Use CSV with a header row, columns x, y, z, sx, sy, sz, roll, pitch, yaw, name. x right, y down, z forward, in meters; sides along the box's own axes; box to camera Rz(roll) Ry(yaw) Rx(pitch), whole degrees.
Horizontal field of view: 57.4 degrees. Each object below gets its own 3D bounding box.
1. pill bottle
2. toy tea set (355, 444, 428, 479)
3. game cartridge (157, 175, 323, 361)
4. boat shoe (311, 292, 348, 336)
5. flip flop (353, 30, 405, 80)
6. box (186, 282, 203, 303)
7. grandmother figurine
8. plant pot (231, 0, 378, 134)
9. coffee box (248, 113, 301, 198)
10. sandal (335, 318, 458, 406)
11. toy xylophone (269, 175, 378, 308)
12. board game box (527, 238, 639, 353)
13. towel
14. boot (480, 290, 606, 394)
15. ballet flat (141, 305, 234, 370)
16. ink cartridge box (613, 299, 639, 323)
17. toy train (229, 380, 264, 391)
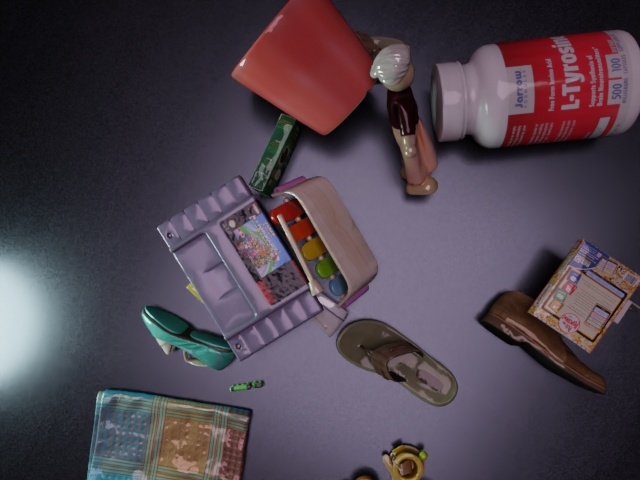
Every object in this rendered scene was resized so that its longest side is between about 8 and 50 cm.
x,y,z,sx,sy,sz,roll,pitch,yaw,name
0.460,-0.325,1.291,0.408,0.229,0.228,-6,86,3,pill bottle
0.125,0.615,1.295,0.336,0.124,0.200,-31,85,1,toy tea set
-0.174,0.059,1.297,0.230,0.068,0.355,-33,88,9,game cartridge
-0.061,0.129,1.356,0.258,0.095,0.084,33,84,6,boat shoe
0.068,-0.458,1.397,0.277,0.080,0.112,14,87,4,flip flop
-0.206,0.045,1.375,0.058,0.087,0.232,45,88,4,box
0.184,-0.266,1.258,0.104,0.342,0.207,-22,45,1,grandmother figurine
-0.019,-0.382,1.286,0.243,0.275,0.275,41,89,-14,plant pot
-0.104,-0.195,1.374,0.041,0.113,0.184,24,89,8,coffee box
0.180,0.275,1.335,0.303,0.086,0.120,27,88,5,sandal
0.000,0.000,1.305,0.081,0.236,0.322,-29,84,44,toy xylophone
0.559,0.117,1.241,0.147,0.045,0.193,35,93,4,board game box
-0.362,0.506,1.376,0.371,0.040,0.271,7,87,4,towel
0.522,0.227,1.315,0.305,0.112,0.115,36,78,7,boot
-0.322,0.239,1.374,0.247,0.083,0.087,23,102,7,ballet flat
0.616,0.130,1.311,0.180,0.104,0.060,35,89,5,ink cartridge box
-0.175,0.346,1.383,0.083,0.024,0.017,-10,85,2,toy train
